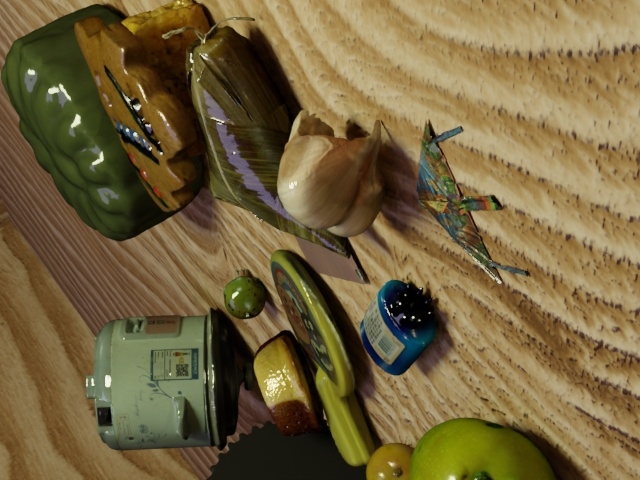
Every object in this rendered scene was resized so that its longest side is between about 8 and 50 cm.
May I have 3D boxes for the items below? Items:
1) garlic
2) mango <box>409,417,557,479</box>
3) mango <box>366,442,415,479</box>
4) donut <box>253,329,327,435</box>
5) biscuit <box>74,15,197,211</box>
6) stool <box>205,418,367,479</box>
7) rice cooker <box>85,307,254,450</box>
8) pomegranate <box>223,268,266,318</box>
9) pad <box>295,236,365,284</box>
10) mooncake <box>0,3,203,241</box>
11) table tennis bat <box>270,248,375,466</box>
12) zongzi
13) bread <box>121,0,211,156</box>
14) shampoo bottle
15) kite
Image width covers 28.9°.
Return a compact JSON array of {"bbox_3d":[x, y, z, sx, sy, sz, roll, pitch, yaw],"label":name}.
[{"bbox_3d":[0.018,-0.064,1.311,0.099,0.124,0.174,10,167,32],"label":"garlic"},{"bbox_3d":[0.178,0.283,1.397,0.175,0.143,0.293,50,171,8],"label":"mango"},{"bbox_3d":[0.123,0.355,1.711,0.130,0.092,0.194,44,161,34],"label":"mango"},{"bbox_3d":[-0.048,0.221,1.883,0.184,0.073,0.166,-101,-12,-69],"label":"donut"},{"bbox_3d":[-0.225,-0.139,1.578,0.278,0.043,0.301,43,155,40],"label":"biscuit"},{"bbox_3d":[-0.028,0.483,2.009,0.297,0.297,0.330,49,163,27],"label":"stool"},{"bbox_3d":[-0.269,0.260,2.274,0.317,0.317,0.264,30,127,55],"label":"rice cooker"},{"bbox_3d":[-0.118,0.087,1.970,0.084,0.073,0.073,-70,-41,-64],"label":"pomegranate"},{"bbox_3d":[0.000,0.000,1.617,0.113,0.006,0.188,62,163,-13],"label":"pad"},{"bbox_3d":[-0.343,-0.177,1.933,0.356,0.194,0.356,51,161,26],"label":"mooncake"},{"bbox_3d":[0.004,0.176,1.801,0.224,0.054,0.368,38,151,61],"label":"table tennis bat"},{"bbox_3d":[-0.055,-0.121,1.427,0.241,0.111,0.247,31,145,41],"label":"zongzi"},{"bbox_3d":[-0.179,-0.206,1.601,0.083,0.114,0.211,-118,9,-50],"label":"bread"},{"bbox_3d":[0.092,0.100,1.461,0.087,0.050,0.183,57,162,13],"label":"shampoo bottle"},{"bbox_3d":[0.131,-0.036,1.216,0.183,0.010,0.160,64,161,-13],"label":"kite"}]
